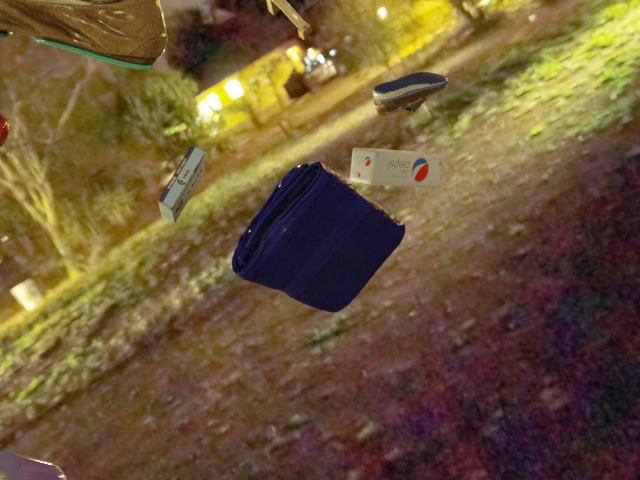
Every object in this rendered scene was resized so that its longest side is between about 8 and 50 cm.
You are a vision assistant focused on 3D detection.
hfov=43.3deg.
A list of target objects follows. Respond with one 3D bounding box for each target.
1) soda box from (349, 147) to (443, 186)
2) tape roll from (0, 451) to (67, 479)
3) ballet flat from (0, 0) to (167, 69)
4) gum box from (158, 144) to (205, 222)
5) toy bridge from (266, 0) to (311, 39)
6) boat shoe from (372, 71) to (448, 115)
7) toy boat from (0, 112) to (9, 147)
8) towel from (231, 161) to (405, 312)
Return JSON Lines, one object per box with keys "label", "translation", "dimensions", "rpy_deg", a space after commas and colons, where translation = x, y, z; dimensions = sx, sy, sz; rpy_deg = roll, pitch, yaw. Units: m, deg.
{"label": "soda box", "translation": [0.166, -0.156, 1.730], "dimensions": [0.216, 0.073, 0.069], "rpy_deg": [-1, 12, -40]}
{"label": "tape roll", "translation": [-0.466, 0.419, 1.208], "dimensions": [0.189, 0.080, 0.188], "rpy_deg": [-23, 53, 33]}
{"label": "ballet flat", "translation": [-0.349, -0.285, 0.942], "dimensions": [0.343, 0.124, 0.116], "rpy_deg": [5, 19, -17]}
{"label": "gum box", "translation": [-0.334, -0.134, 1.955], "dimensions": [0.156, 0.041, 0.184], "rpy_deg": [-61, 1, -13]}
{"label": "toy bridge", "translation": [-0.095, -0.485, 1.635], "dimensions": [0.026, 0.188, 0.063], "rpy_deg": [-46, -11, -6]}
{"label": "boat shoe", "translation": [0.186, -0.306, 1.692], "dimensions": [0.183, 0.066, 0.066], "rpy_deg": [-17, 39, -24]}
{"label": "toy boat", "translation": [-0.738, -0.266, 1.596], "dimensions": [0.151, 0.231, 0.151], "rpy_deg": [-45, -18, -36]}
{"label": "towel", "translation": [0.000, 0.000, 1.390], "dimensions": [0.227, 0.308, 0.076], "rpy_deg": [-50, 53, 8]}
